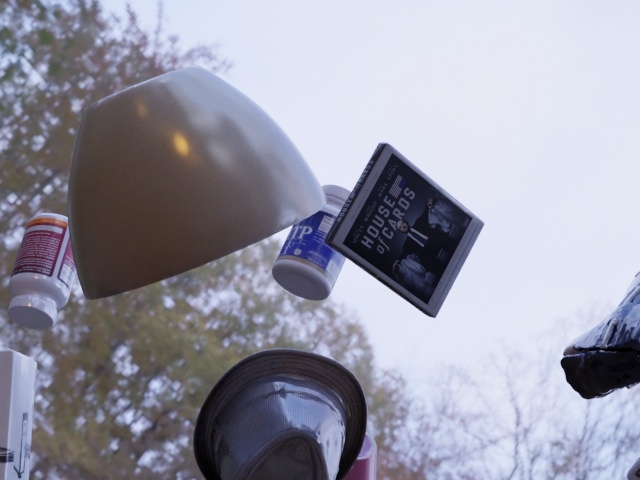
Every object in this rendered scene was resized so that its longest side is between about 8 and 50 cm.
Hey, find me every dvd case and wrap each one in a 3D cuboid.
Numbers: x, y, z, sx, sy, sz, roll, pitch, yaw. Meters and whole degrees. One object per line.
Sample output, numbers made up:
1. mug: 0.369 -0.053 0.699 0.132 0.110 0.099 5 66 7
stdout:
1. dvd case: 0.135 -0.013 1.688 0.238 0.179 0.029 36 -13 -31

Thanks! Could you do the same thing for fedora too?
1. fedora: -0.054 0.298 1.521 0.243 0.124 0.275 20 -64 -16

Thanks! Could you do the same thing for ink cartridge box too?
1. ink cartridge box: -0.388 0.219 1.149 0.148 0.203 0.086 -2 -15 3

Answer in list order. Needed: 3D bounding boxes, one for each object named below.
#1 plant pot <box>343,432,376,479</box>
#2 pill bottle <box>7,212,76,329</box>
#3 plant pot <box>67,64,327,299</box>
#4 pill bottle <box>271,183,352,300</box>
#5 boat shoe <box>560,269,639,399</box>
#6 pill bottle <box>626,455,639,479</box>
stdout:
1. plant pot: 0.019 0.436 1.970 0.201 0.201 0.180 21 -68 21
2. pill bottle: -0.389 0.044 1.540 0.086 0.152 0.086 6 -34 4
3. plant pot: -0.157 -0.079 1.184 0.284 0.284 0.191 -14 -80 46
4. pill bottle: 0.000 0.000 1.902 0.112 0.187 0.112 19 -28 11
5. boat shoe: 0.511 0.114 1.598 0.127 0.340 0.158 56 -33 -5
6. pill bottle: 0.595 0.402 1.758 0.184 0.103 0.103 39 -36 21
